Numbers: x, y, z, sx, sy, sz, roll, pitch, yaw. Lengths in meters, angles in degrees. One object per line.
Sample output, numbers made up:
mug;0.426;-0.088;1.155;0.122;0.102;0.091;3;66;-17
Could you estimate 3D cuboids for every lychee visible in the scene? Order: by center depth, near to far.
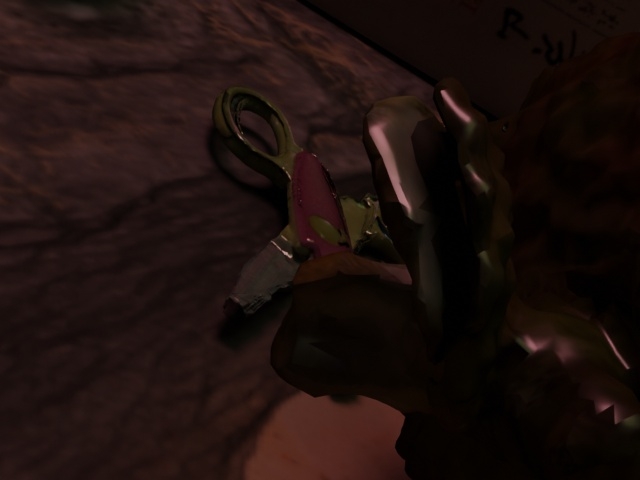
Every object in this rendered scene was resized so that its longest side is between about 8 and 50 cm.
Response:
lychee;0.146;0.047;0.567;0.270;0.270;0.320;42;40;20

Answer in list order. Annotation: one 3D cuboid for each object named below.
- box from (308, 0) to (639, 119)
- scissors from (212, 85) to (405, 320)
box;0.077;-0.196;0.964;0.365;0.204;0.051;33;27;4
scissors;0.000;0.000;0.757;0.133;0.020;0.187;32;25;-8
